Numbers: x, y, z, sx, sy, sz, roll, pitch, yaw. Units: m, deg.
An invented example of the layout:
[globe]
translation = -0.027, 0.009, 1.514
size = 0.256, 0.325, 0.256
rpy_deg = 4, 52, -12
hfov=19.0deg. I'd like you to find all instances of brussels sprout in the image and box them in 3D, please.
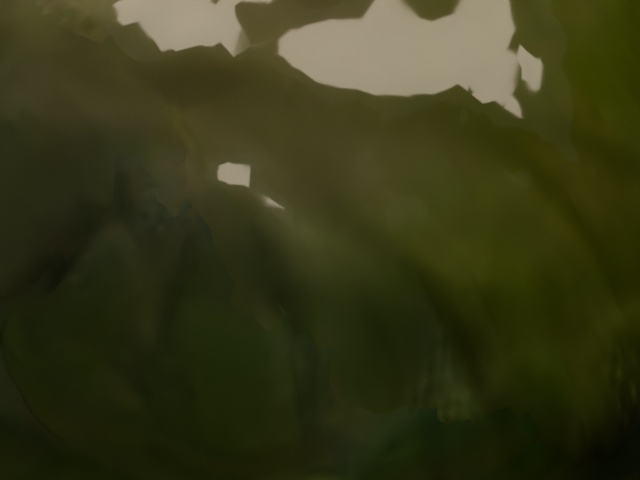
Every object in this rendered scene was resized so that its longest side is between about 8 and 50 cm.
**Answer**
[brussels sprout]
translation = -0.006, 0.008, 0.678
size = 0.344, 0.344, 0.268
rpy_deg = 26, -21, -29
